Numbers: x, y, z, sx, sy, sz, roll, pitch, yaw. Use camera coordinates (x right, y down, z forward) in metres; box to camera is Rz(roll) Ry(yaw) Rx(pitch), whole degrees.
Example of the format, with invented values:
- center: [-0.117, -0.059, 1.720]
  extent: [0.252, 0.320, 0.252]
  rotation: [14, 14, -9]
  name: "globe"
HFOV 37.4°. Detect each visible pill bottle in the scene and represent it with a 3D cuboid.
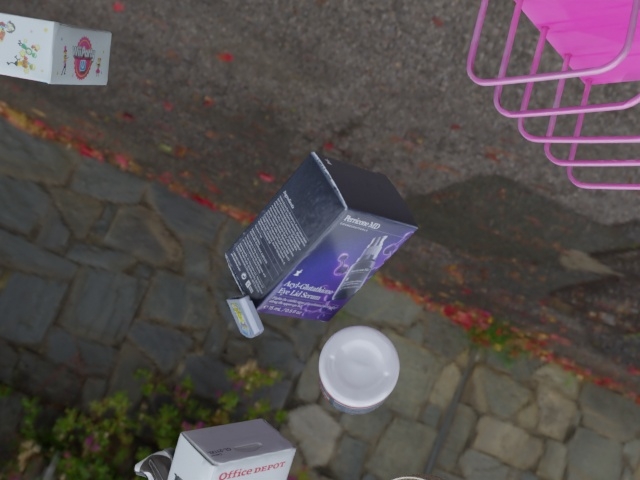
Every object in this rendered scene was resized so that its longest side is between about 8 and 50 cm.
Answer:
- center: [0.050, 0.185, 1.313]
  extent: [0.107, 0.108, 0.180]
  rotation: [21, 165, 6]
  name: "pill bottle"

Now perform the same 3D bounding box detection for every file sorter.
- center: [0.325, -0.194, 1.084]
  extent: [0.202, 0.182, 0.290]
  rotation: [2, 160, 41]
  name: "file sorter"

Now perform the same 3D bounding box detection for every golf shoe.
- center: [-0.205, 0.388, 1.310]
  extent: [0.093, 0.198, 0.077]
  rotation: [-12, 151, -11]
  name: "golf shoe"

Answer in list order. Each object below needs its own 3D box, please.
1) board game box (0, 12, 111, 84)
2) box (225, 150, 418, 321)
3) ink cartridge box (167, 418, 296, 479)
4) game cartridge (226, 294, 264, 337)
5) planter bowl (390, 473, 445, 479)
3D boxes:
- center: [-0.521, -0.319, 1.516]
  extent: [0.303, 0.098, 0.224]
  rotation: [10, -170, 9]
  name: "board game box"
- center: [0.000, 0.000, 1.273]
  extent: [0.153, 0.207, 0.108]
  rotation: [12, -141, -45]
  name: "box"
- center: [-0.116, 0.307, 1.114]
  extent: [0.127, 0.175, 0.072]
  rotation: [0, -157, -44]
  name: "ink cartridge box"
- center: [-0.096, 0.098, 1.215]
  extent: [0.056, 0.017, 0.083]
  rotation: [63, 162, -4]
  name: "game cartridge"
- center: [0.164, 0.427, 1.440]
  extent: [0.162, 0.162, 0.109]
  rotation: [14, -172, 27]
  name: "planter bowl"
